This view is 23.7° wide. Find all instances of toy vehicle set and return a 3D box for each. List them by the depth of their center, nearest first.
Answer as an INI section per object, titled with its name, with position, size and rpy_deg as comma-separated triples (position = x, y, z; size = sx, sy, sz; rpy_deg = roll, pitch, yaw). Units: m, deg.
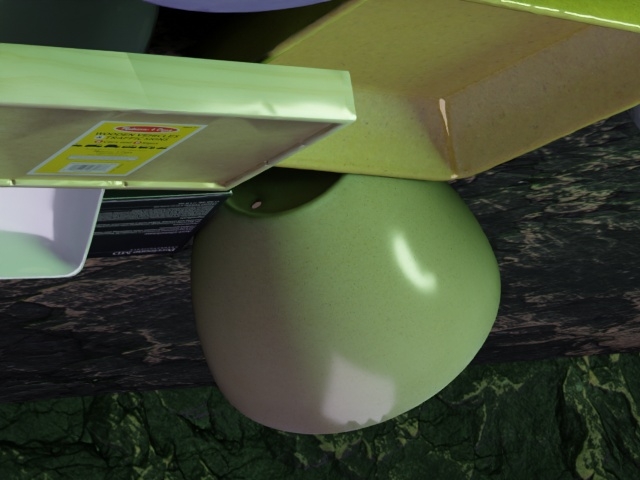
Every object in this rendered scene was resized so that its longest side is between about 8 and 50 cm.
[toy vehicle set]
position = -0.131, -0.073, 0.977
size = 0.267, 0.035, 0.166
rpy_deg = 0, 165, -37

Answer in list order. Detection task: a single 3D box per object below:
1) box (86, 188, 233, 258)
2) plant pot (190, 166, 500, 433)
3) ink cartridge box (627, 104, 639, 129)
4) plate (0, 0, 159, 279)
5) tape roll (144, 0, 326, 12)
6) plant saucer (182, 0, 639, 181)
[box]
position = -0.225, -0.050, 1.259
size = 0.261, 0.103, 0.184
rpy_deg = -3, 163, -21
[plant pot]
position = 0.000, 0.000, 1.351
size = 0.284, 0.284, 0.191
rpy_deg = -11, 132, 15
[ink cartridge box]
position = 0.351, -0.174, 1.217
size = 0.232, 0.066, 0.189
rpy_deg = -31, 164, 5
[plate]
position = -0.272, -0.076, 1.035
size = 0.278, 0.045, 0.277
rpy_deg = -2, 138, -26
[tape roll]
position = -0.028, -0.190, 0.796
size = 0.189, 0.080, 0.189
rpy_deg = -8, 167, -2
[plant saucer]
position = 0.073, -0.135, 1.094
size = 0.332, 0.081, 0.332
rpy_deg = 4, 164, -36
